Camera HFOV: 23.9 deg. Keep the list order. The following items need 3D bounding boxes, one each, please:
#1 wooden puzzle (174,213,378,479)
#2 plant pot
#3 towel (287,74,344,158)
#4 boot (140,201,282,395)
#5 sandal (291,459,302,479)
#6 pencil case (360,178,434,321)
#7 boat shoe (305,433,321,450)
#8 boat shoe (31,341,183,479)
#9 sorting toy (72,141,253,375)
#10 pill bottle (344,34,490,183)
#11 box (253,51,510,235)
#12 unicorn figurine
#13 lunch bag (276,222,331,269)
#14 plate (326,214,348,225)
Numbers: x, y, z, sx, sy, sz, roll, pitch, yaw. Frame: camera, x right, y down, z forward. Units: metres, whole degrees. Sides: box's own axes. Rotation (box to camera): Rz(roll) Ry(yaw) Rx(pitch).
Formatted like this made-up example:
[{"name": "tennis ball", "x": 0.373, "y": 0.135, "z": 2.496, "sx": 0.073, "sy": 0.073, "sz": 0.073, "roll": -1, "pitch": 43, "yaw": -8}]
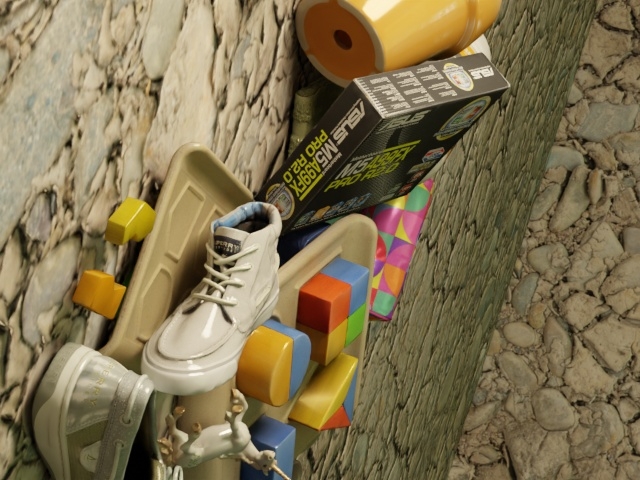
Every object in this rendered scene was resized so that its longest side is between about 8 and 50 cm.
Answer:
[{"name": "wooden puzzle", "x": -0.035, "y": 0.173, "z": 1.810, "sx": 0.348, "sy": 0.080, "sz": 0.322, "roll": -34, "pitch": 140, "yaw": -46}, {"name": "plant pot", "x": 0.075, "y": -0.276, "z": 1.754, "sx": 0.188, "sy": 0.205, "sz": 0.205, "roll": -43, "pitch": 148, "yaw": -35}, {"name": "towel", "x": -0.005, "y": -0.151, "z": 1.860, "sx": 0.148, "sy": 0.027, "sz": 0.110, "roll": -47, "pitch": 149, "yaw": -62}, {"name": "boot", "x": -0.103, "y": 0.046, "z": 1.469, "sx": 0.258, "sy": 0.095, "sz": 0.123, "roll": -56, "pitch": 154, "yaw": -65}, {"name": "sandal", "x": -0.064, "y": 0.373, "z": 2.083, "sx": 0.219, "sy": 0.060, "sz": 0.090, "roll": -36, "pitch": 139, "yaw": -66}, {"name": "pencil case", "x": 0.088, "y": 0.000, "z": 2.216, "sx": 0.104, "sy": 0.104, "sz": 0.236, "roll": 49, "pitch": 55, "yaw": -72}, {"name": "boat shoe", "x": -0.027, "y": 0.199, "z": 2.029, "sx": 0.065, "sy": 0.075, "sz": 0.206, "roll": -91, "pitch": -172, "yaw": -54}, {"name": "boat shoe", "x": -0.185, "y": 0.215, "z": 1.416, "sx": 0.320, "sy": 0.103, "sz": 0.118, "roll": 87, "pitch": 23, "yaw": -49}, {"name": "sorting toy", "x": -0.158, "y": 0.018, "z": 1.465, "sx": 0.307, "sy": 0.041, "sz": 0.229, "roll": 48, "pitch": 62, "yaw": -72}, {"name": "pill bottle", "x": 0.132, "y": -0.198, "z": 2.049, "sx": 0.278, "sy": 0.162, "sz": 0.162, "roll": -54, "pitch": 154, "yaw": -52}, {"name": "box", "x": 0.074, "y": -0.116, "z": 1.782, "sx": 0.270, "sy": 0.060, "sz": 0.216, "roll": -19, "pitch": 158, "yaw": -51}, {"name": "unicorn figurine", "x": -0.108, "y": 0.220, "z": 1.665, "sx": 0.060, "sy": 0.161, "sz": 0.111, "roll": -101, "pitch": -170, "yaw": -48}, {"name": "lunch bag", "x": -0.030, "y": 0.009, "z": 1.854, "sx": 0.067, "sy": 0.065, "sz": 0.098, "roll": -33, "pitch": 139, "yaw": -46}, {"name": "plate", "x": 0.000, "y": 0.000, "z": 2.029, "sx": 0.188, "sy": 0.024, "sz": 0.188, "roll": 16, "pitch": 90, "yaw": -75}]
